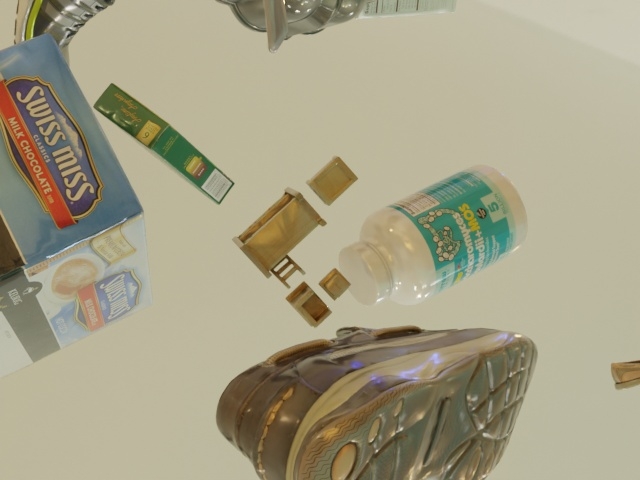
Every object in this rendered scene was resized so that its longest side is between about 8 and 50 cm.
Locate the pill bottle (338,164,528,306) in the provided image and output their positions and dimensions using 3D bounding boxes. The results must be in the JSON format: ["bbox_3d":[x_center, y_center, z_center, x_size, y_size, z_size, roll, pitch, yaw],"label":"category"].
[{"bbox_3d":[0.158,0.001,1.561,0.264,0.146,0.146,-26,-66,-25],"label":"pill bottle"}]

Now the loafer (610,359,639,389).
[{"bbox_3d":[0.453,0.168,1.477,0.125,0.045,0.039,-17,-96,-15],"label":"loafer"}]

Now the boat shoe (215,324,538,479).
[{"bbox_3d":[0.056,0.111,0.814,0.355,0.130,0.132,6,-75,-60],"label":"boat shoe"}]

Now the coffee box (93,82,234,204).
[{"bbox_3d":[-0.188,-0.116,1.336,0.040,0.113,0.184,-52,-30,-2],"label":"coffee box"}]

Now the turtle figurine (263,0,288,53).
[{"bbox_3d":[-0.095,-0.289,0.541,0.274,0.198,0.266,22,-67,-25],"label":"turtle figurine"}]

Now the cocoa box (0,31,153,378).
[{"bbox_3d":[-0.334,-0.021,1.199,0.228,0.347,0.231,-26,-104,-15],"label":"cocoa box"}]

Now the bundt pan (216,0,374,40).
[{"bbox_3d":[-0.011,-0.437,1.461,0.331,0.124,0.331,-8,-78,-39],"label":"bundt pan"}]

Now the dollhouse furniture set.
[{"bbox_3d":[0.000,0.000,1.508,0.182,0.101,0.161,-43,-76,-3],"label":"dollhouse furniture set"}]

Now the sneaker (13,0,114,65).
[{"bbox_3d":[-0.303,-0.298,1.328,0.300,0.121,0.111,111,166,-47],"label":"sneaker"}]

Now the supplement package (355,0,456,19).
[{"bbox_3d":[0.127,-0.436,1.795,0.179,0.105,0.105,-7,-56,-17],"label":"supplement package"}]
